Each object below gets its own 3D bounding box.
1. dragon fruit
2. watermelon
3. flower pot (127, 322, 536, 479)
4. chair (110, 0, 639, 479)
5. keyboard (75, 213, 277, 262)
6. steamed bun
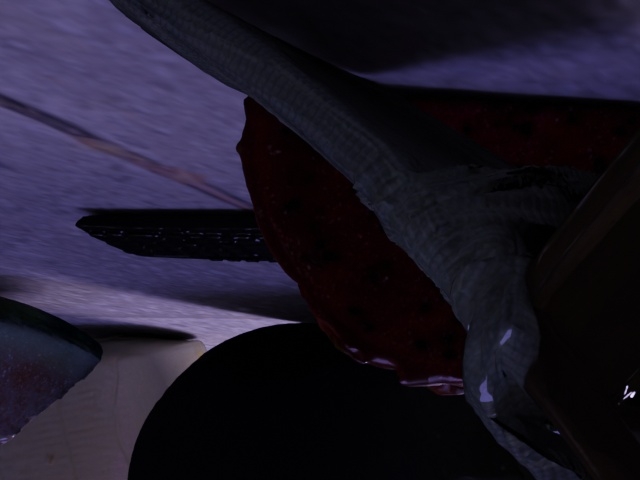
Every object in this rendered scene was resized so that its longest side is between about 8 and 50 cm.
[{"bbox_3d":[0.048,0.004,0.557,0.162,0.106,0.083,2,171,-5],"label":"dragon fruit"},{"bbox_3d":[-0.301,0.131,1.148,0.262,0.201,0.213,2,180,-12],"label":"watermelon"},{"bbox_3d":[0.083,0.183,1.104,0.379,0.379,0.251,10,146,-33],"label":"flower pot"},{"bbox_3d":[0.105,-0.017,0.364,0.186,0.319,0.160,-50,147,18],"label":"chair"},{"bbox_3d":[0.000,0.000,0.806,0.251,0.017,0.087,0,168,17],"label":"keyboard"},{"bbox_3d":[-0.199,0.190,1.445,0.250,0.200,0.155,-10,178,34],"label":"steamed bun"}]
